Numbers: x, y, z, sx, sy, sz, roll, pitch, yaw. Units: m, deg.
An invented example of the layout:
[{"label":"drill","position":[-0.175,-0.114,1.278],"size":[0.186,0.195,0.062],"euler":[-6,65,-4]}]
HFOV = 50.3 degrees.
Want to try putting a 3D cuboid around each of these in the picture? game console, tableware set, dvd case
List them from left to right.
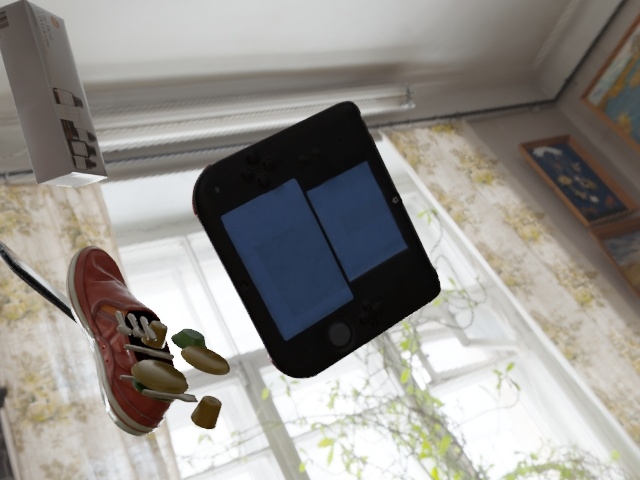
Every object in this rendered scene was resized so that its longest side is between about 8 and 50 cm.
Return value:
[{"label":"dvd case","position":[-0.511,0.085,1.256],"size":[0.018,0.164,0.221],"euler":[-46,-48,-14]},{"label":"tableware set","position":[-0.124,0.111,0.591],"size":[0.104,0.154,0.024],"euler":[18,-79,-31]},{"label":"game console","position":[0.000,0.000,1.146],"size":[0.341,0.387,0.060],"euler":[-28,9,-16]}]

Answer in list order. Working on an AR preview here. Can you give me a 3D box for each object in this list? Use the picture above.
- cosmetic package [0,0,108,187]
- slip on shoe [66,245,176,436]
[{"label":"cosmetic package","position":[-0.368,-0.196,0.935],"size":[0.060,0.239,0.099],"euler":[-16,-1,9]},{"label":"slip on shoe","position":[-0.283,0.123,0.999],"size":[0.101,0.331,0.123],"euler":[-43,-39,12]}]
